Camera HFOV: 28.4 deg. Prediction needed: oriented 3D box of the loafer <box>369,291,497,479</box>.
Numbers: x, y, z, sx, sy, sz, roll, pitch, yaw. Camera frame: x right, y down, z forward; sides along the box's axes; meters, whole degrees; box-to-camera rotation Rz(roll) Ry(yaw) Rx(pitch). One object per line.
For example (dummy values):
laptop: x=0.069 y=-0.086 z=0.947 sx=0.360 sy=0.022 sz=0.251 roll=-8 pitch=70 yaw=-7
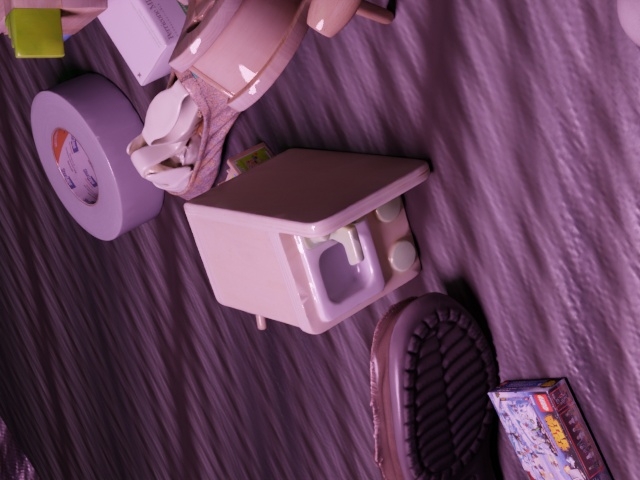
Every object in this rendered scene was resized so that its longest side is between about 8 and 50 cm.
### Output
loafer: x=0.098 y=0.204 z=1.311 sx=0.130 sy=0.134 sz=0.366 roll=27 pitch=136 yaw=43

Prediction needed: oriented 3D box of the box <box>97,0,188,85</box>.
box: x=-0.175 y=-0.245 z=1.384 sx=0.101 sy=0.087 sz=0.102 roll=58 pitch=150 yaw=4

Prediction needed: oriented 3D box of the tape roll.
tape roll: x=-0.302 y=-0.113 z=1.706 sx=0.219 sy=0.072 sz=0.219 roll=36 pitch=141 yaw=35

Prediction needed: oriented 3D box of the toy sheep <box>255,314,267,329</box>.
toy sheep: x=-0.073 y=0.041 z=1.481 sx=0.091 sy=0.091 sz=0.132 roll=7 pitch=103 yaw=54

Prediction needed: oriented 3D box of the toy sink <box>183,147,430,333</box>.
toy sink: x=0.000 y=0.000 z=1.268 sx=0.234 sy=0.153 sz=0.131 roll=9 pitch=123 yaw=52

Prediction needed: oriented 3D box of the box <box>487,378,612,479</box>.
box: x=0.225 y=0.199 z=1.221 sx=0.094 sy=0.027 sz=0.137 roll=-13 pitch=105 yaw=60

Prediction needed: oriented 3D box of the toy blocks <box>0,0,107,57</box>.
toy blocks: x=-0.324 y=-0.367 z=1.377 sx=0.261 sy=0.191 sz=0.381 roll=173 pitch=91 yaw=-65

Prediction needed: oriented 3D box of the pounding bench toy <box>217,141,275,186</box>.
pounding bench toy: x=-0.068 y=-0.053 z=1.422 sx=0.083 sy=0.052 sz=0.065 roll=52 pitch=149 yaw=14

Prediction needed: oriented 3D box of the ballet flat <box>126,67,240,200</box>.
ballet flat: x=-0.165 y=-0.125 z=1.452 sx=0.107 sy=0.106 sz=0.316 roll=51 pitch=149 yaw=13

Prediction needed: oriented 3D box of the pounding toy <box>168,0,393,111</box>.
pounding toy: x=-0.039 y=-0.185 z=1.134 sx=0.155 sy=0.154 sz=0.269 roll=34 pitch=-176 yaw=-22

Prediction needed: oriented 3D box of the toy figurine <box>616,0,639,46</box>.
toy figurine: x=0.195 y=-0.242 z=0.768 sx=0.213 sy=0.148 sz=0.209 roll=40 pitch=144 yaw=32
